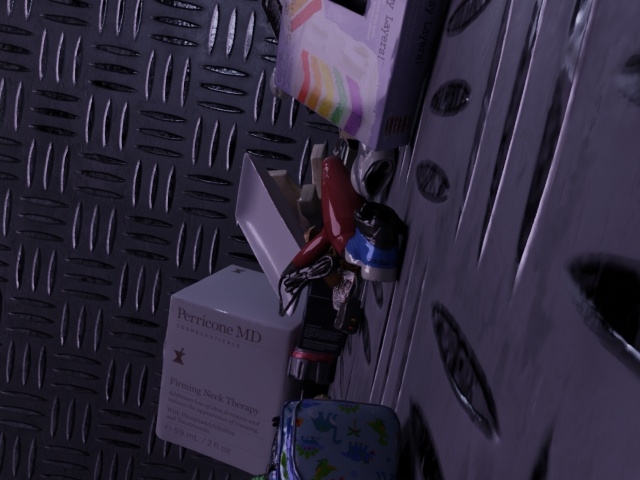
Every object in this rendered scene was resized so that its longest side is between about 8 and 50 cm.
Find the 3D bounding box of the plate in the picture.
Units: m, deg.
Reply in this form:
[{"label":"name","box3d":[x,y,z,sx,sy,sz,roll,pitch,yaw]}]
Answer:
[{"label":"plate","box3d":[-0.092,-0.009,1.342,0.277,0.045,0.278,61,158,18]}]

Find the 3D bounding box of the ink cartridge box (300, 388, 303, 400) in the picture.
[{"label":"ink cartridge box","box3d":[-0.028,0.429,1.406,0.104,0.062,0.181,-88,8,-81]}]

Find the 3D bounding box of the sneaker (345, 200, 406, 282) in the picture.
[{"label":"sneaker","box3d":[0.064,-0.007,0.782,0.152,0.058,0.084,-108,23,-79]}]

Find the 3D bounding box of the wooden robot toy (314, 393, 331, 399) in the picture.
[{"label":"wooden robot toy","box3d":[-0.009,0.340,1.189,0.173,0.076,0.079,-104,14,-89]}]

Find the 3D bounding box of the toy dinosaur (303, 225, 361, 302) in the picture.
[{"label":"toy dinosaur","box3d":[0.034,0.072,1.177,0.064,0.112,0.211,-46,67,45]}]

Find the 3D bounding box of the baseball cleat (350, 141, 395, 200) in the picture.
[{"label":"baseball cleat","box3d":[0.096,-0.163,0.992,0.109,0.072,0.205,-125,40,-70]}]

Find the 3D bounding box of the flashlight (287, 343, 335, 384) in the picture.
[{"label":"flashlight","box3d":[0.001,0.161,1.441,0.103,0.103,0.303,99,-179,-82]}]

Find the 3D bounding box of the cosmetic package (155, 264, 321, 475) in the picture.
[{"label":"cosmetic package","box3d":[-0.184,0.315,1.670,0.327,0.330,0.393,-30,-48,-67]}]

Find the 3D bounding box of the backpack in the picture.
[{"label":"backpack","box3d":[0.012,0.180,0.494,0.084,0.105,0.114,100,175,-52]}]

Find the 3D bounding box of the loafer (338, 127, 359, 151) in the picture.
[{"label":"loafer","box3d":[0.076,-0.209,1.189,0.268,0.102,0.092,-20,-83,-83]}]

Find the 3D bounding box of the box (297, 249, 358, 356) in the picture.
[{"label":"box","box3d":[0.018,0.117,1.297,0.156,0.093,0.158,-80,2,-50]}]

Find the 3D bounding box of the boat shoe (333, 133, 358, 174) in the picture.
[{"label":"boat shoe","box3d":[0.068,-0.187,1.356,0.084,0.079,0.233,47,-143,-29]}]

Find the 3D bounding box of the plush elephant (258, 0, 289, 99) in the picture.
[{"label":"plush elephant","box3d":[0.052,-0.430,1.346,0.255,0.330,0.271,-143,49,-64]}]

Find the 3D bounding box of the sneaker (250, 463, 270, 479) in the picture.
[{"label":"sneaker","box3d":[-0.081,0.529,1.253,0.343,0.134,0.146,103,176,-62]}]

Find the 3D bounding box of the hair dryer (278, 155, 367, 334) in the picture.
[{"label":"hair dryer","box3d":[0.000,0.000,1.090,0.224,0.080,0.293,13,88,46]}]

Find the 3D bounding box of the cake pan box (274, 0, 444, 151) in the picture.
[{"label":"cake pan box","box3d":[0.043,-0.285,0.842,0.246,0.070,0.266,41,133,36]}]

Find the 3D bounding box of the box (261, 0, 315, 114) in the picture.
[{"label":"box","box3d":[-0.009,-0.403,1.081,0.322,0.079,0.257,119,129,-68]}]

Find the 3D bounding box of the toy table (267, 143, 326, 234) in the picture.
[{"label":"toy table","box3d":[-0.005,-0.084,1.426,0.274,0.252,0.160,-100,0,-55]}]
